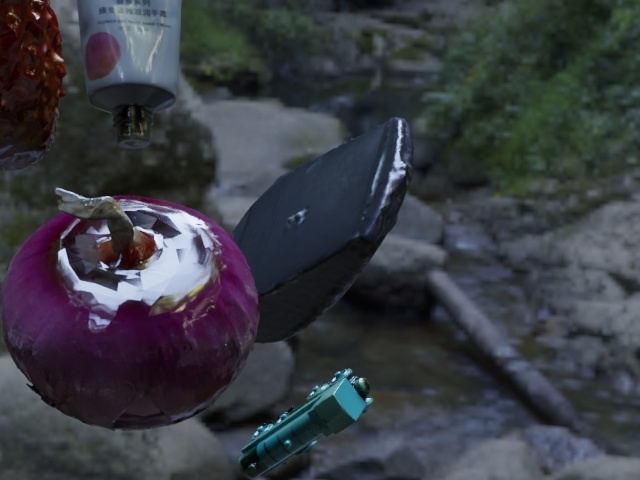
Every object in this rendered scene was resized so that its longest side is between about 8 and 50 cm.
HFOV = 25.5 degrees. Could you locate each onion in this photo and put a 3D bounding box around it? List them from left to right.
[{"bbox_3d":[-0.129,0.046,0.973,0.177,0.153,0.177,26,34,-19],"label":"onion"}]

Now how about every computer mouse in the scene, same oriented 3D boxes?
[{"bbox_3d":[0.004,0.003,1.322,0.087,0.168,0.295,35,-38,-22],"label":"computer mouse"}]

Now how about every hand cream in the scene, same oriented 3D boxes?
[{"bbox_3d":[-0.176,-0.249,1.307,0.124,0.340,0.078,-1,-13,-10],"label":"hand cream"}]

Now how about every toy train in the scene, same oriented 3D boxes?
[{"bbox_3d":[-0.009,0.106,0.795,0.092,0.029,0.045,-36,3,26],"label":"toy train"}]

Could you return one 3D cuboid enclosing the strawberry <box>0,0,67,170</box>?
[{"bbox_3d":[-0.346,-0.208,1.133,0.343,0.292,0.292,49,22,5],"label":"strawberry"}]
